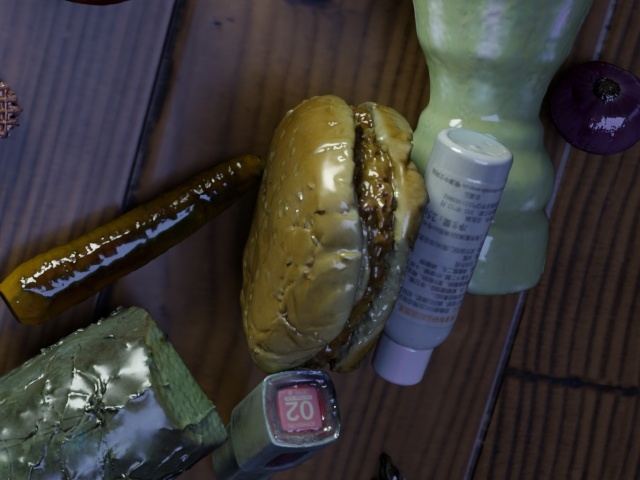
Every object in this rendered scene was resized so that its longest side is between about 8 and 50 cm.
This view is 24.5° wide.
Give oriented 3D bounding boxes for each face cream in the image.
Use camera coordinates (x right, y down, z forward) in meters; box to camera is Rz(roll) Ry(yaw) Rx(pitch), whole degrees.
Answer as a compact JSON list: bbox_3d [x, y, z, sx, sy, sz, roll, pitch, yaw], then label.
[{"bbox_3d":[0.113,0.023,1.472,0.082,0.082,0.269,8,115,-23],"label":"face cream"}]

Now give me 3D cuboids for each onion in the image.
[{"bbox_3d":[0.314,-0.147,1.663,0.115,0.104,0.115,0,73,0],"label":"onion"}]

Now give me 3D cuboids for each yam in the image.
[{"bbox_3d":[-0.245,0.210,1.493,0.271,0.201,0.202,-36,115,-16],"label":"yam"}]

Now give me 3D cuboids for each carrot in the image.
[{"bbox_3d":[-0.184,-0.010,1.524,0.314,0.066,0.066,-31,114,-14],"label":"carrot"}]

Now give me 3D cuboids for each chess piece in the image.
[{"bbox_3d":[0.179,-0.171,1.540,0.234,0.234,0.442,-2,109,-21],"label":"chess piece"}]

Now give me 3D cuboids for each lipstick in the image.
[{"bbox_3d":[-0.056,0.202,1.529,0.079,0.253,0.077,-3,72,-20],"label":"lipstick"}]

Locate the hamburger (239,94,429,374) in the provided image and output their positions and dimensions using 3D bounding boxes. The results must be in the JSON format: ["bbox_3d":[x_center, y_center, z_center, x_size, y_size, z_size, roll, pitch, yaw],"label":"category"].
[{"bbox_3d":[0.000,0.000,1.484,0.145,0.259,0.283,4,114,-15],"label":"hamburger"}]

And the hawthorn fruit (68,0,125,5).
[{"bbox_3d":[-0.213,-0.317,1.354,0.261,0.224,0.224,31,92,-49],"label":"hawthorn fruit"}]

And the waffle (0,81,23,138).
[{"bbox_3d":[-0.336,-0.128,1.445,0.083,0.029,0.075,40,88,-28],"label":"waffle"}]

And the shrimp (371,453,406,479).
[{"bbox_3d":[0.049,0.354,1.721,0.148,0.035,0.195,-12,92,3],"label":"shrimp"}]
